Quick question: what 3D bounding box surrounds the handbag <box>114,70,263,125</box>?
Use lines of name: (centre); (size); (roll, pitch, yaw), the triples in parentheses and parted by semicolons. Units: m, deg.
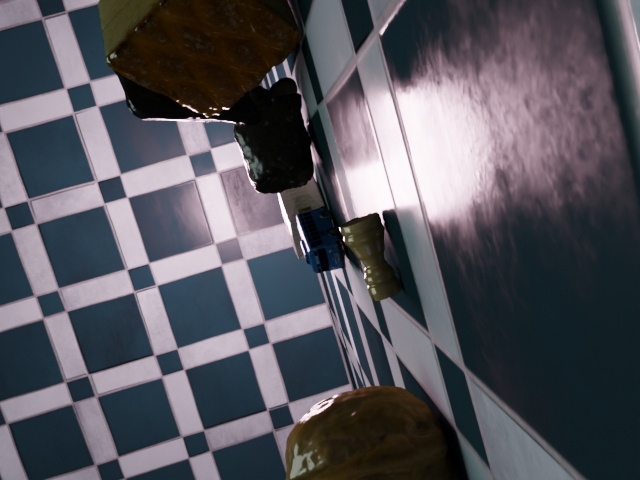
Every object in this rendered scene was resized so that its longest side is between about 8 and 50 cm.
handbag: (-0.289, -0.334, 1.288); (0.075, 0.332, 0.191); (-48, 60, 38)

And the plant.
plant: (-0.123, -0.268, 1.478); (0.188, 0.199, 0.276); (59, -165, -80)

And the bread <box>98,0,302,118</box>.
bread: (-0.229, -0.419, 1.110); (0.279, 0.279, 0.207); (19, -137, -49)

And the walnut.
walnut: (0.068, 0.335, 0.863); (0.257, 0.257, 0.224); (86, 168, -73)

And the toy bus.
toy bus: (0.000, 0.000, 1.520); (0.184, 0.106, 0.090); (-112, 9, -54)

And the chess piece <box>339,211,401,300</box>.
chess piece: (0.078, 0.025, 0.859); (0.066, 0.066, 0.122); (-133, 21, -82)

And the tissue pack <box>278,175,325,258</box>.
tissue pack: (-0.051, -0.083, 1.749); (0.225, 0.124, 0.185); (80, 173, -60)
